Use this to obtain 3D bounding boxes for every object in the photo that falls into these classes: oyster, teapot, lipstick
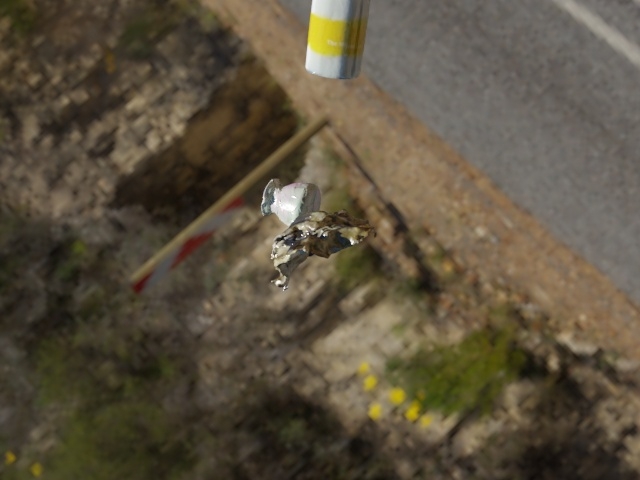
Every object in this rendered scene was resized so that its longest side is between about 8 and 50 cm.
[{"bbox_3d":[-0.007,0.001,1.239,0.051,0.103,0.148,62,166,5],"label":"oyster"},{"bbox_3d":[-0.035,-0.049,1.812,0.064,0.064,0.083,18,-164,21],"label":"teapot"},{"bbox_3d":[0.028,-0.289,1.361,0.059,0.059,0.264,40,127,54],"label":"lipstick"}]
